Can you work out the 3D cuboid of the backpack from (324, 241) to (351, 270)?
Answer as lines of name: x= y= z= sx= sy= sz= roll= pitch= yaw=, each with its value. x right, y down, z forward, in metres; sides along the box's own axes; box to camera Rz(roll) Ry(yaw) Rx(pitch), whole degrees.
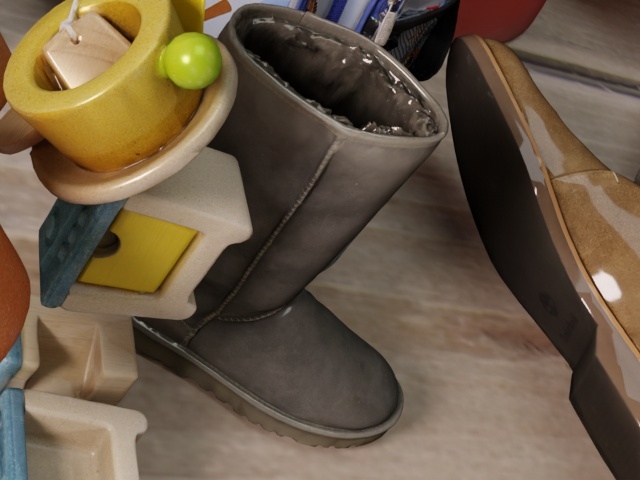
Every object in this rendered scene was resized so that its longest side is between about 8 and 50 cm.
backpack: x=-0.029 y=-0.030 z=0.735 sx=0.114 sy=0.105 sz=0.084 roll=-1 pitch=55 yaw=-34

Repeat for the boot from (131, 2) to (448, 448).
boot: x=0.001 y=0.002 z=0.648 sx=0.189 sy=0.208 sz=0.076 roll=24 pitch=41 yaw=-17

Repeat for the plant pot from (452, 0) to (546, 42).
plant pot: x=0.112 y=-0.322 z=0.992 sx=0.274 sy=0.243 sz=0.275 roll=19 pitch=45 yaw=-20

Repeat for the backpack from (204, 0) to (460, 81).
backpack: x=-0.023 y=-0.212 z=0.777 sx=0.276 sy=0.263 sz=0.213 roll=43 pitch=38 yaw=6

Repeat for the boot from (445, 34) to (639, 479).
boot: x=0.173 y=0.001 z=0.823 sx=0.115 sy=0.112 sz=0.305 roll=-24 pitch=75 yaw=-11

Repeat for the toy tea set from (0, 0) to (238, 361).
toy tea set: x=-0.203 y=-0.059 z=0.527 sx=0.200 sy=0.336 sz=0.124 roll=-57 pitch=137 yaw=-25

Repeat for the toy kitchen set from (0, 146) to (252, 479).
toy kitchen set: x=-0.102 y=0.079 z=0.538 sx=0.122 sy=0.166 sz=0.207 roll=10 pitch=49 yaw=-29

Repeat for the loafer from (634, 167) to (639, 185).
loafer: x=0.271 y=-0.016 z=0.956 sx=0.111 sy=0.112 sz=0.319 roll=7 pitch=43 yaw=22
